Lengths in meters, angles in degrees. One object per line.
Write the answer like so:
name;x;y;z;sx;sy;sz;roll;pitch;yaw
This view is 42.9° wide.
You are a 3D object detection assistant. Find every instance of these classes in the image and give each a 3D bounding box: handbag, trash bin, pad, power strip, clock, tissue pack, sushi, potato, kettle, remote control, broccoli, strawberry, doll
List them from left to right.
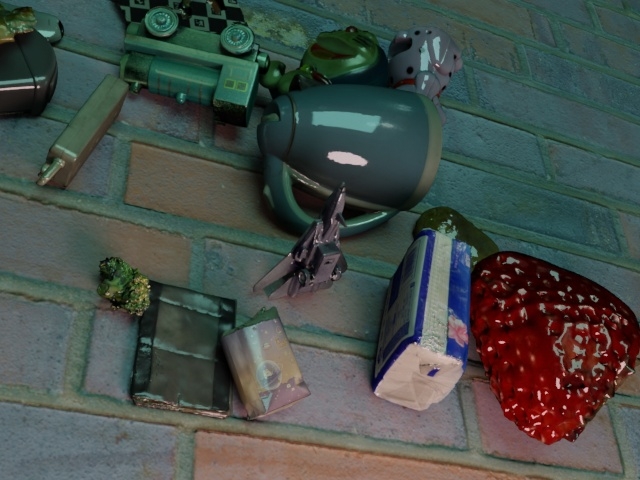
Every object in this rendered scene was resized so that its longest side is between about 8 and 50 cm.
trash bin;-0.599;-0.308;1.471;0.236;0.101;0.177;-14;66;-33
remote control;-0.630;-0.437;1.586;0.256;0.045;0.097;4;55;-29
power strip;-0.433;-0.187;1.472;0.053;0.093;0.288;29;48;-10
broccoli;-0.328;0.074;1.341;0.092;0.095;0.097;16;75;-63
sushi;-0.316;-0.517;1.818;0.279;0.043;0.192;-14;67;-29
pad;-0.222;0.178;1.363;0.174;0.022;0.233;15;50;-19
handbag;-0.098;0.201;1.360;0.117;0.095;0.173;-11;77;-47
doll;0.020;-0.355;1.793;0.322;0.186;0.198;-29;41;-23
kettle;0.034;-0.161;1.629;0.342;0.247;0.319;5;87;-26
clock;0.227;-0.354;1.926;0.189;0.189;0.254;20;62;-14
tissue pack;0.193;0.145;1.485;0.137;0.209;0.270;18;48;-4
potato;0.302;-0.002;1.749;0.200;0.081;0.164;34;46;-5
strawberry;0.409;0.181;1.540;0.317;0.295;0.345;-41;74;-18

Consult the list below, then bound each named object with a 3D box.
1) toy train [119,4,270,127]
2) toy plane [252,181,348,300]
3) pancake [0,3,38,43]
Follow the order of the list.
toy train;-0.258;-0.351;1.650;0.298;0.120;0.194;13;70;0
toy plane;0.006;0.009;1.449;0.212;0.267;0.088;-10;56;-34
pancake;-0.715;-0.415;1.419;0.426;0.067;0.305;23;38;20
